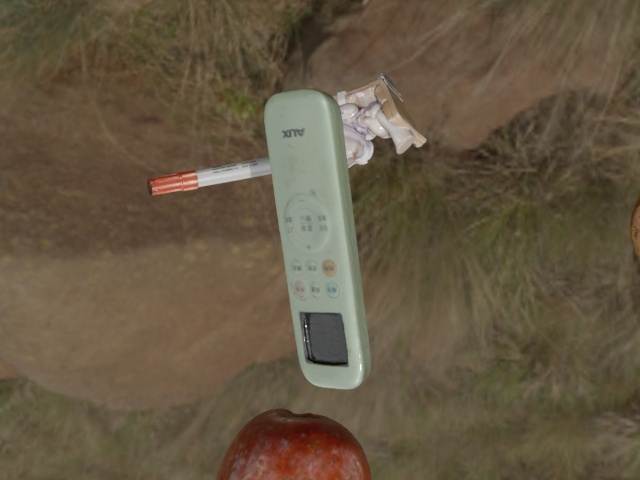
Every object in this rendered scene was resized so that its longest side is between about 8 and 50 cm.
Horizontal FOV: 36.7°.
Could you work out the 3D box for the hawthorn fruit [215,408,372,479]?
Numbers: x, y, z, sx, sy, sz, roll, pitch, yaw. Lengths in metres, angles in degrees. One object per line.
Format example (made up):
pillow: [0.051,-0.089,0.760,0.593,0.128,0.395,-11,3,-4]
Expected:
hawthorn fruit: [-0.041,0.408,1.531,0.284,0.284,0.284,6,147,4]

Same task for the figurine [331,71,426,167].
figurine: [0.038,-0.158,1.537,0.237,0.141,0.162,-24,153,17]

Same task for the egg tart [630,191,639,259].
egg tart: [0.517,-0.031,1.287,0.215,0.171,0.215,13,114,32]

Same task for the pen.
pen: [-0.118,-0.094,1.322,0.239,0.028,0.028,-12,152,-19]

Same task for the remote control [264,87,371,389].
remote control: [-0.001,0.000,0.988,0.090,0.309,0.038,-1,-171,38]
